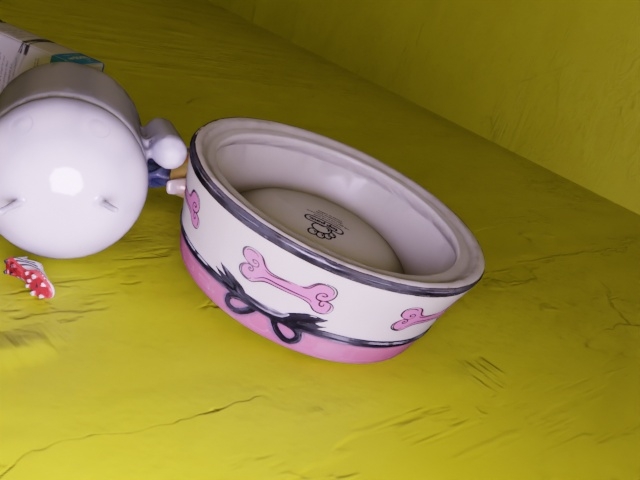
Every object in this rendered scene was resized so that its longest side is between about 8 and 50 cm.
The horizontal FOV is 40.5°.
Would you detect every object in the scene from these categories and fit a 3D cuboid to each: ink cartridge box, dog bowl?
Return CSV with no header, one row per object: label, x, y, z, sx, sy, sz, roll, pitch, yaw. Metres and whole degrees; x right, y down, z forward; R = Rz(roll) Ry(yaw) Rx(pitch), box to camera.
ink cartridge box,-0.475,-0.256,1.423,0.203,0.148,0.086,25,22,14
dog bowl,0.000,0.000,1.137,0.408,0.150,0.408,22,24,-10

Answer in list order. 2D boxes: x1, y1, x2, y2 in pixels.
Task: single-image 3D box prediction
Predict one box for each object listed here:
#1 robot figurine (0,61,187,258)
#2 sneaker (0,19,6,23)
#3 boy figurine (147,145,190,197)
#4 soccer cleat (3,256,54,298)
robot figurine,-0.321,-0.105,1.095,0.300,0.199,0.353,-13,27,-7
sneaker,-0.713,-0.450,1.774,0.272,0.108,0.100,17,18,-9
boy figurine,-0.184,-0.106,1.314,0.285,0.092,0.177,6,23,6
soccer cleat,-0.321,0.039,0.976,0.083,0.029,0.036,25,25,29
